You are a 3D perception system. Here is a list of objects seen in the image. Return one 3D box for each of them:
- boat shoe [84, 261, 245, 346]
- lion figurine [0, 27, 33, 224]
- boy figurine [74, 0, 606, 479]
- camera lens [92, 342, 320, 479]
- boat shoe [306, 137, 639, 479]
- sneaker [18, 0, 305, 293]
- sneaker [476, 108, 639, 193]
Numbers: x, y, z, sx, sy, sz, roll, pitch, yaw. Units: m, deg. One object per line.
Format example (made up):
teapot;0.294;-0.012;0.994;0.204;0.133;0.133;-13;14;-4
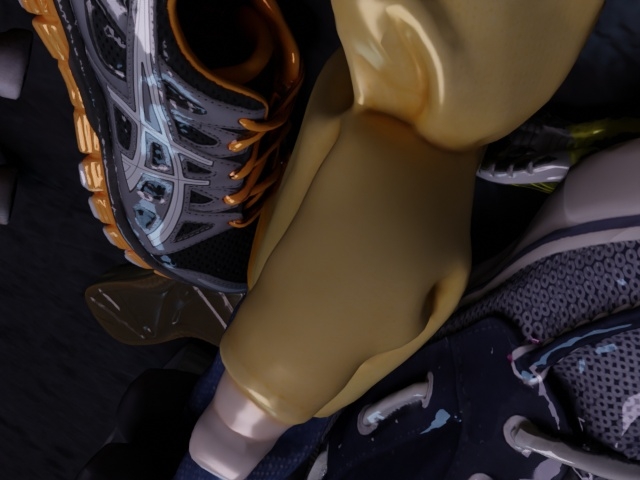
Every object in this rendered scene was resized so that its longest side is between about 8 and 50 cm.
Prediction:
boat shoe;-0.053;0.023;0.705;0.153;0.048;0.056;-7;120;43
lion figurine;-0.260;-0.039;0.629;0.240;0.142;0.392;11;153;-11
boy figurine;0.000;0.000;0.454;0.092;0.177;0.285;25;129;0
camera lens;-0.019;0.215;0.775;0.274;0.219;0.219;36;152;-6
boat shoe;0.088;0.082;0.490;0.127;0.158;0.340;20;158;-14
sneaker;-0.044;-0.051;0.526;0.083;0.084;0.215;11;145;27
sneaker;0.087;-0.023;0.485;0.083;0.031;0.035;7;146;43
